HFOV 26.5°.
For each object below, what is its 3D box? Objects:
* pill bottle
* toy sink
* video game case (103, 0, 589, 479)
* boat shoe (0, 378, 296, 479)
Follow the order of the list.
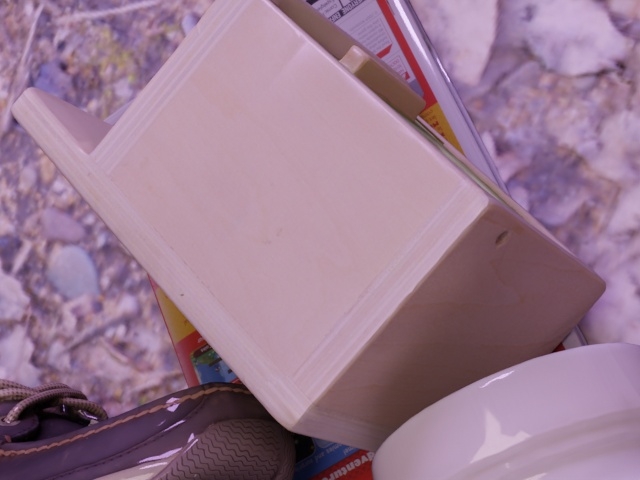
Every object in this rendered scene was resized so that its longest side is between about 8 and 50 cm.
[{"bbox_3d":[0.127,0.191,0.523,0.162,0.162,0.278,-31,62,19],"label":"pill bottle"},{"bbox_3d":[-0.005,-0.026,0.635,0.131,0.153,0.234,-50,58,8],"label":"toy sink"},{"bbox_3d":[0.000,0.000,0.728,0.204,0.025,0.285,-32,62,18],"label":"video game case"},{"bbox_3d":[-0.174,0.133,0.720,0.355,0.132,0.130,-25,60,26],"label":"boat shoe"}]
